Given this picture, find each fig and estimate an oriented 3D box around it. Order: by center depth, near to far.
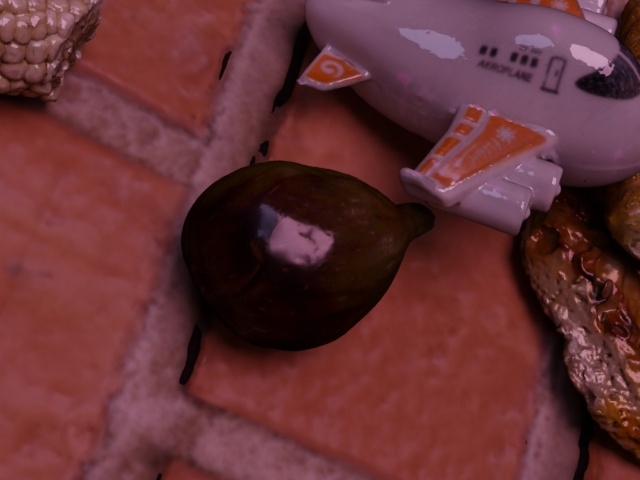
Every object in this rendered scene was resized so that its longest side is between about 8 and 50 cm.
[{"bbox_3d":[0.000,0.000,0.745,0.154,0.103,0.109,-23,103,-28],"label":"fig"}]

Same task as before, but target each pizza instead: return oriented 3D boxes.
[{"bbox_3d":[0.208,0.052,0.870,0.134,0.056,0.271,0,67,-39],"label":"pizza"}]

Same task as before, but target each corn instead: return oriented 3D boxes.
[{"bbox_3d":[-0.213,-0.117,0.689,0.211,0.087,0.087,11,63,-28],"label":"corn"}]

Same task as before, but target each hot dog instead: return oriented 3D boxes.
[{"bbox_3d":[0.246,-0.092,0.921,0.083,0.068,0.289,33,43,-16],"label":"hot dog"}]

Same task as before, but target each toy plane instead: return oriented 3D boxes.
[{"bbox_3d":[0.104,-0.111,0.818,0.244,0.117,0.245,4,52,-5],"label":"toy plane"}]
